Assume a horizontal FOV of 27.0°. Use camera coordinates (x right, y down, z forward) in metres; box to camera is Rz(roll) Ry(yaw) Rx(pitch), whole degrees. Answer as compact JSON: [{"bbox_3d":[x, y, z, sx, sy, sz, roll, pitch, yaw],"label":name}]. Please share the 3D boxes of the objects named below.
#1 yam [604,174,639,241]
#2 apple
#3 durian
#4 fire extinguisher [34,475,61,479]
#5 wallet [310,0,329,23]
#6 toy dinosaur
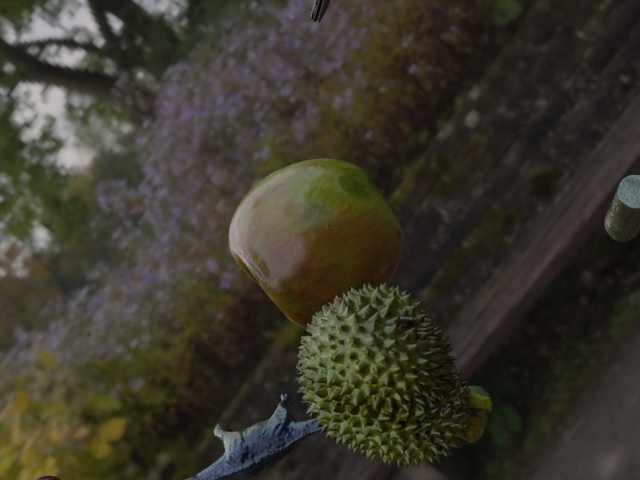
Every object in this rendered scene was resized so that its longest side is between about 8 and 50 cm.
[{"bbox_3d":[0.524,-0.055,2.252,0.068,0.068,0.169,-55,-13,-13],"label":"yam"},{"bbox_3d":[0.000,0.000,1.925,0.226,0.246,0.246,-40,4,-4],"label":"apple"},{"bbox_3d":[0.060,0.141,1.300,0.159,0.198,0.146,-36,-5,11],"label":"durian"},{"bbox_3d":[-0.350,0.497,1.964,0.147,0.106,0.337,-49,48,-6],"label":"fire extinguisher"},{"bbox_3d":[0.018,-0.423,2.030,0.095,0.026,0.176,-72,1,-55],"label":"wallet"},{"bbox_3d":[-0.094,0.311,2.016,0.363,0.076,0.147,-26,16,-2],"label":"toy dinosaur"}]
